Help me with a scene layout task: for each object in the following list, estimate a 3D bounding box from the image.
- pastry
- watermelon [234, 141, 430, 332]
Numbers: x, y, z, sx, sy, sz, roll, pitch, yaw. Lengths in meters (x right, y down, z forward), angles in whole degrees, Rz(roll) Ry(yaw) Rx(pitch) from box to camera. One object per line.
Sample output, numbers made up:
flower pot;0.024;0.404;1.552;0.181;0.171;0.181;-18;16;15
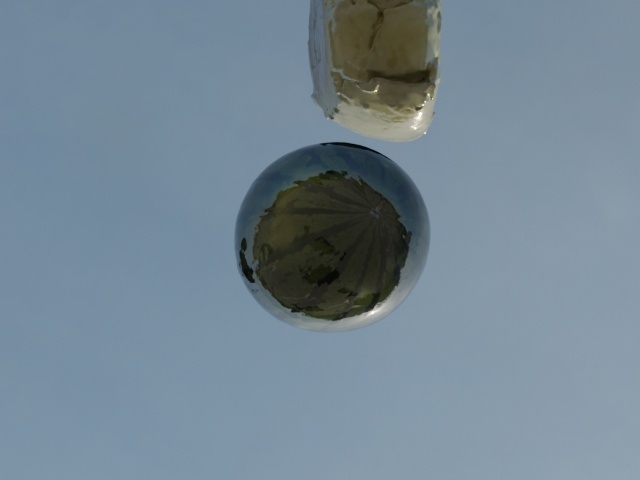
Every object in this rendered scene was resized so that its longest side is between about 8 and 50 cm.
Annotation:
pastry;0.039;-0.150;0.886;0.088;0.166;0.165;-1;-70;-5
watermelon;0.000;0.000;0.677;0.105;0.105;0.133;57;-27;-11
